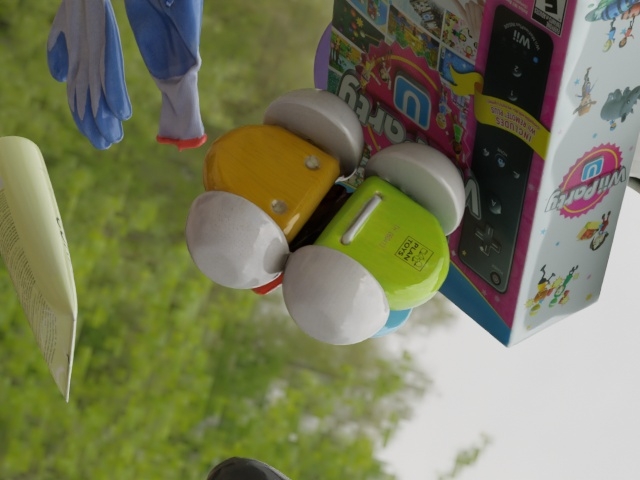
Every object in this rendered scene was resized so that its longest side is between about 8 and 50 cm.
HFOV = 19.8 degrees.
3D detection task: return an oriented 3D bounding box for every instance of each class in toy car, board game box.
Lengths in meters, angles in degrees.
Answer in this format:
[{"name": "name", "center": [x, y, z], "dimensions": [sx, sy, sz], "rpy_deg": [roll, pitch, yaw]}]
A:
[{"name": "toy car", "center": [0.000, 0.000, 1.246], "dimensions": [0.159, 0.182, 0.136], "rpy_deg": [-53, 165, -34]}, {"name": "board game box", "center": [0.111, -0.112, 1.275], "dimensions": [0.224, 0.097, 0.303], "rpy_deg": [40, -39, 35]}]

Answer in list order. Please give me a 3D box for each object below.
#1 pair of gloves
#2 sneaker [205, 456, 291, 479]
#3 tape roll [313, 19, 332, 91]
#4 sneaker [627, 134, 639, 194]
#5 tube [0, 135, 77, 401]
[{"name": "pair of gloves", "center": [-0.130, -0.135, 1.172], "dimensions": [0.198, 0.023, 0.159], "rpy_deg": [5, -75, 54]}, {"name": "sneaker", "center": [-0.004, 0.286, 1.416], "dimensions": [0.286, 0.109, 0.130], "rpy_deg": [57, -10, 18]}, {"name": "tape roll", "center": [0.093, -0.177, 1.939], "dimensions": [0.189, 0.189, 0.080], "rpy_deg": [-64, 169, 28]}, {"name": "sneaker", "center": [0.249, -0.102, 1.657], "dimensions": [0.091, 0.258, 0.094], "rpy_deg": [-59, 180, -6]}, {"name": "tube", "center": [-0.228, 0.014, 1.481], "dimensions": [0.062, 0.070, 0.240], "rpy_deg": [-35, -134, 11]}]
